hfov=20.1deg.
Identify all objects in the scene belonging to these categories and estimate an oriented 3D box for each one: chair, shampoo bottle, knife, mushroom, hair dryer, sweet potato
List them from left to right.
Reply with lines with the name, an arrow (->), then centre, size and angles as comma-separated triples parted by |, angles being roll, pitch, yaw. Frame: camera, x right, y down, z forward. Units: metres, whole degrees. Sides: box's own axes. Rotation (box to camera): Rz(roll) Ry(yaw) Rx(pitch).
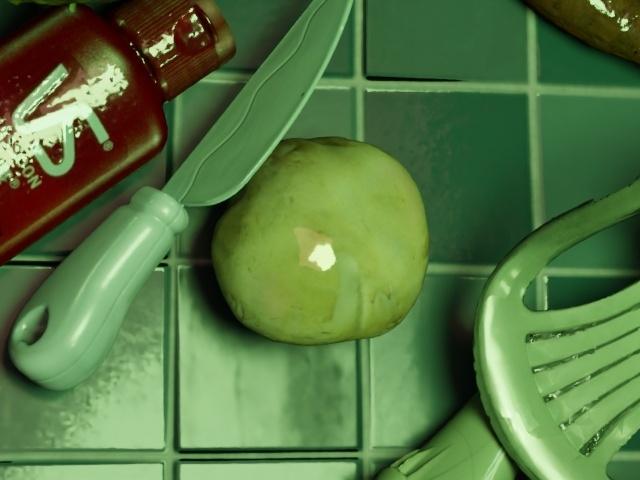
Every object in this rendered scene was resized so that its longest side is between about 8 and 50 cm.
shampoo bottle -> -0.195, -0.057, 1.119 | 0.314, 0.076, 0.118 | -36, 99, -16
knife -> -0.073, -0.041, 1.126 | 0.331, 0.080, 0.044 | -50, 125, -6
mushroom -> 0.000, 0.000, 1.141 | 0.148, 0.112, 0.148 | 3, 78, -14
hair dryer -> 0.130, 0.179, 1.174 | 0.225, 0.088, 0.219 | 26, 73, -22
sweet potato -> 0.141, -0.198, 1.234 | 0.264, 0.057, 0.057 | 40, 75, -3
chair -> 0.258, 0.047, 1.144 | 0.274, 0.190, 0.203 | -21, 85, -38

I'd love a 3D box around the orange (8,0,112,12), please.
orange -> -0.116, -0.281, 1.091 | 0.271, 0.210, 0.369 | -7, 56, 11
